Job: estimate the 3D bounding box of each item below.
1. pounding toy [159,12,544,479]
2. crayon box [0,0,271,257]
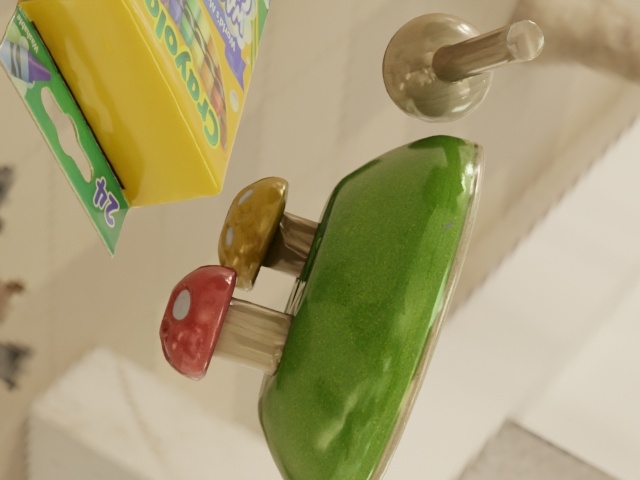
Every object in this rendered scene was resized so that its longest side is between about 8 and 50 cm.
[{"bbox_3d":[0.000,0.000,0.876,0.183,0.110,0.237,-120,-131,-86],"label":"pounding toy"},{"bbox_3d":[-0.125,-0.172,1.474,0.323,0.083,0.203,-78,152,-44],"label":"crayon box"}]
